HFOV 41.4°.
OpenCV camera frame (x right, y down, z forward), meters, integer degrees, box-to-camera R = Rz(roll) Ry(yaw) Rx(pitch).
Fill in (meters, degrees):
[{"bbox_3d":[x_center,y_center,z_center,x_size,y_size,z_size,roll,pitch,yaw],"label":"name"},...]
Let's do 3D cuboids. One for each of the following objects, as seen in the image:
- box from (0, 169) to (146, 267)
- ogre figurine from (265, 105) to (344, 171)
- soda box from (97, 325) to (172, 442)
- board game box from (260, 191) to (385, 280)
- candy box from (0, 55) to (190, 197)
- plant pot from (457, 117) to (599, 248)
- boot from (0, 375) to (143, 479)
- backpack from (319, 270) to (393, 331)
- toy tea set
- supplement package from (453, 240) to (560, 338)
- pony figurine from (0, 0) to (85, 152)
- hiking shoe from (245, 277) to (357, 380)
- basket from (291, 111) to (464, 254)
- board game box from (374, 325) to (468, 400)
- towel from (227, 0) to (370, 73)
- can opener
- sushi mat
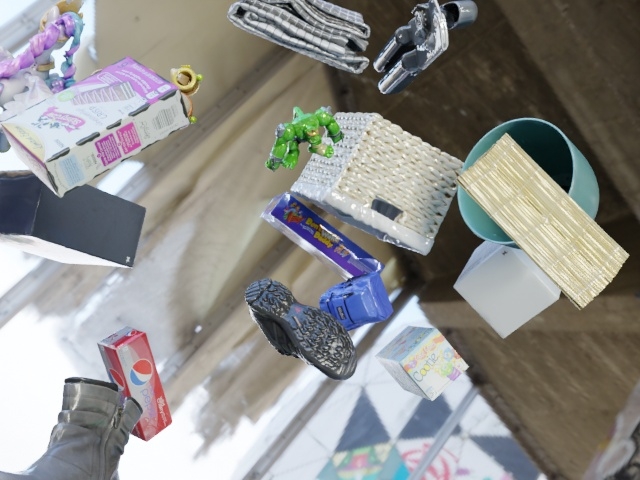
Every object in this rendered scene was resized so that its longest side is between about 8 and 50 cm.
[{"bbox_3d":[-0.708,-0.056,2.276,0.312,0.179,0.343,3,-13,36],"label":"box"},{"bbox_3d":[-0.037,-0.236,1.930,0.118,0.197,0.097,86,-7,-50],"label":"ogre figurine"},{"bbox_3d":[-0.439,0.343,2.020,0.083,0.092,0.263,9,-59,41],"label":"soda box"},{"bbox_3d":[0.000,0.000,2.425,0.347,0.078,0.233,37,-7,-9],"label":"board game box"},{"bbox_3d":[-0.341,-0.179,1.288,0.159,0.233,0.071,35,-30,39],"label":"candy box"},{"bbox_3d":[0.504,-0.105,1.964,0.293,0.293,0.235,15,-4,44],"label":"plant pot"},{"bbox_3d":[-0.381,0.299,1.226,0.118,0.223,0.338,1,-22,14],"label":"boot"},{"bbox_3d":[0.058,0.119,1.591,0.120,0.101,0.098,-19,-91,25],"label":"backpack"},{"bbox_3d":[-0.506,-0.420,2.429,0.336,0.200,0.124,-2,-14,-3],"label":"toy tea set"},{"bbox_3d":[0.522,0.088,2.295,0.199,0.262,0.198,46,-59,0],"label":"supplement package"},{"bbox_3d":[-0.624,-0.311,1.688,0.303,0.351,0.363,42,-47,-9],"label":"pony figurine"},{"bbox_3d":[-0.029,0.158,1.418,0.227,0.086,0.114,40,-25,19],"label":"hiking shoe"},{"bbox_3d":[0.150,-0.158,2.241,0.328,0.266,0.331,27,0,-19],"label":"basket"},{"bbox_3d":[0.279,0.339,2.384,0.142,0.144,0.275,50,-10,-3],"label":"board game box"},{"bbox_3d":[-0.036,-0.435,1.677,0.283,0.121,0.235,20,11,-10],"label":"towel"},{"bbox_3d":[0.158,-0.289,1.277,0.283,0.095,0.076,155,-78,-80],"label":"can opener"},{"bbox_3d":[0.391,-0.037,1.494,0.316,0.151,0.019,47,-26,8],"label":"sushi mat"}]
